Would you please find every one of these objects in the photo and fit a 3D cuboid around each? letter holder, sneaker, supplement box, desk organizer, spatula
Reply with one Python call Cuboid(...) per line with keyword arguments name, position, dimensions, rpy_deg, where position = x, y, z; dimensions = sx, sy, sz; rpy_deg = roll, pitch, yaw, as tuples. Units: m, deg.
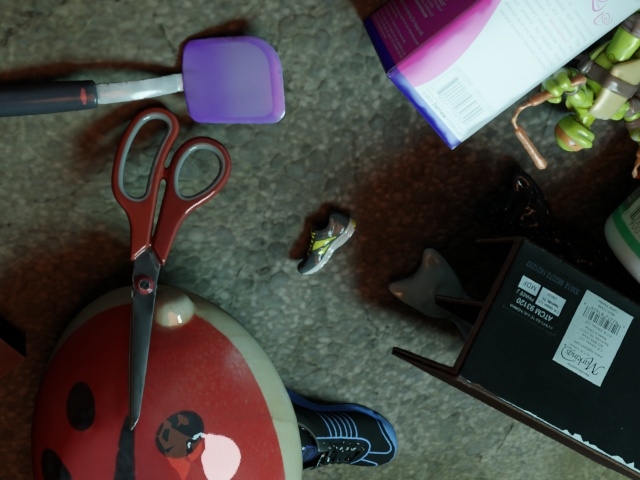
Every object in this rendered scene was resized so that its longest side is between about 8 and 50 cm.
Cuboid(name="letter holder", position=(0.255, 0.130, 1.223), dimensions=(0.302, 0.214, 0.152), rpy_deg=(29, 82, -15))
Cuboid(name="sneaker", position=(-0.002, 0.235, 1.360), dimensions=(0.232, 0.090, 0.081), rpy_deg=(21, 118, -26))
Cuboid(name="supplement box", position=(0.165, -0.209, 1.063), dimensions=(0.220, 0.114, 0.111), rpy_deg=(-36, 125, 15))
Cuboid(name="desk organizer", position=(-0.364, 0.088, 1.192), dimensions=(0.050, 0.047, 0.130), rpy_deg=(-36, 126, 10))
Cuboid(name="spatula", position=(-0.183, -0.139, 1.073), dimensions=(0.296, 0.030, 0.084), rpy_deg=(-6, 109, -6))
Cuboid(name="sneaker", position=(0.000, 0.000, 1.231), dimensions=(0.035, 0.031, 0.083), rpy_deg=(38, 106, -18))

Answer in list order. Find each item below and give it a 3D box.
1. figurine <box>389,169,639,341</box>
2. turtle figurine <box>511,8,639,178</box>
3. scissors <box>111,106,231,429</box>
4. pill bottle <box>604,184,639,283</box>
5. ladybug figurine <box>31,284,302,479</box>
Cuboid(name="figurine", position=(0.211, 0.047, 1.289), dimensions=(0.215, 0.092, 0.209), rpy_deg=(-42, 116, 18))
Cuboid(name="turtle figurine", position=(0.299, -0.164, 1.147), dimensions=(0.269, 0.087, 0.217), rpy_deg=(13, 119, -45))
Cuboid(name="scissors", position=(-0.173, 0.022, 1.097), dimensions=(0.109, 0.021, 0.297), rpy_deg=(20, 85, -9))
Cuboid(name="pill bottle", position=(0.483, -0.073, 1.183), dimensions=(0.204, 0.204, 0.361), rpy_deg=(29, 115, -30))
Cuboid(name="ladybug figurine", position=(-0.178, 0.249, 1.229), dimensions=(0.305, 0.162, 0.449), rpy_deg=(12, 123, 12))
